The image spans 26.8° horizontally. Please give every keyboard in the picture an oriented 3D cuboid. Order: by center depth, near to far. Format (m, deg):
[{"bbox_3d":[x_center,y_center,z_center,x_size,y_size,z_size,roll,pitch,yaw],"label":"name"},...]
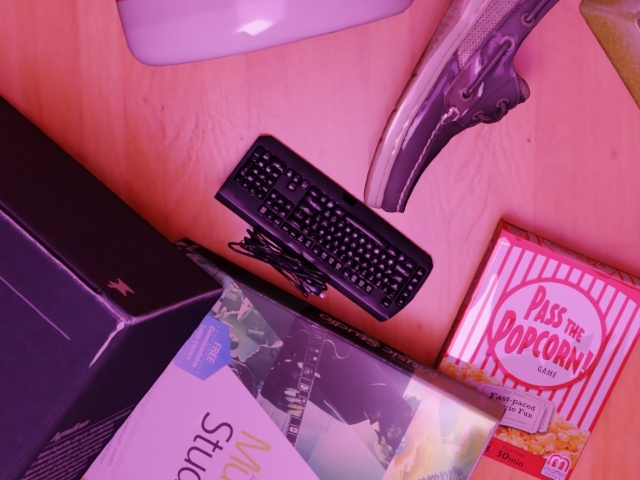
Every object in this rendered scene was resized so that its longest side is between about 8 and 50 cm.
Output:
[{"bbox_3d":[0.000,0.000,1.148,0.192,0.038,0.100,36,83,-3],"label":"keyboard"}]

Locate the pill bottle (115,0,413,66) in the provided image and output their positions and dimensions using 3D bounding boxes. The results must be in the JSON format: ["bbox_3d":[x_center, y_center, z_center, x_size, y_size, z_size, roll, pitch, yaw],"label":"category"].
[{"bbox_3d":[-0.075,-0.349,0.989,0.229,0.229,0.408,-10,102,7],"label":"pill bottle"}]

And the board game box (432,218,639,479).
[{"bbox_3d":[0.183,0.099,1.166,0.146,0.045,0.193,22,104,-1],"label":"board game box"}]

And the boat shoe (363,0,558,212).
[{"bbox_3d":[0.129,-0.139,1.089,0.092,0.103,0.285,29,98,2],"label":"boat shoe"}]

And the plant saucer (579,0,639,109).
[{"bbox_3d":[0.340,-0.163,1.093,0.188,0.045,0.188,-32,99,11],"label":"plant saucer"}]

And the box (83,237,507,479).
[{"bbox_3d":[-0.033,0.172,1.167,0.322,0.058,0.232,27,104,8],"label":"box"}]

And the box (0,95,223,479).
[{"bbox_3d":[-0.329,0.105,1.094,0.293,0.212,0.395,41,104,9],"label":"box"}]
